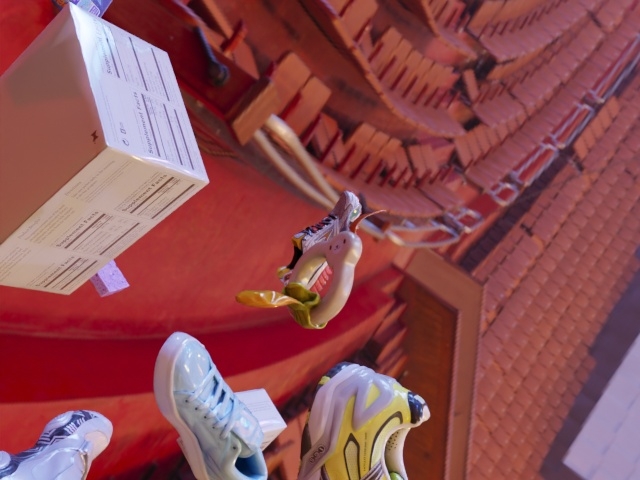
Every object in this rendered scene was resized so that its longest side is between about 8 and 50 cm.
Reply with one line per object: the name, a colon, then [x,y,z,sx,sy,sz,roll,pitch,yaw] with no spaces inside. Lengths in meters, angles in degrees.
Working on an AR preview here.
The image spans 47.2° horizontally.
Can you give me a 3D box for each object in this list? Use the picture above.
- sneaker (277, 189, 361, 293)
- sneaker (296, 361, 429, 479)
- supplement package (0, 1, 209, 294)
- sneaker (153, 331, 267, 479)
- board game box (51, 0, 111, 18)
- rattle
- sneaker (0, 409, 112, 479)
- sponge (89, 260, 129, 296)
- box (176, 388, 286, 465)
sneaker: [0.000,0.000,1.389,0.225,0.092,0.088,-59,-164,-7]
sneaker: [0.035,0.361,0.961,0.145,0.147,0.385,19,83,-63]
supplement package: [-0.291,-0.094,0.846,0.262,0.204,0.145,-34,152,24]
sneaker: [-0.171,0.304,1.288,0.135,0.150,0.366,-64,149,-43]
board game box: [-0.420,-0.476,1.292,0.035,0.136,0.201,-21,-142,31]
rattle: [-0.014,0.014,1.023,0.200,0.142,0.130,-58,-161,12]
sneaker: [-0.437,0.426,1.249,0.137,0.210,0.366,-63,163,14]
sponge: [-0.535,0.032,1.719,0.031,0.210,0.117,-32,178,9]
box: [-0.214,0.467,1.775,0.181,0.119,0.182,-49,152,22]
